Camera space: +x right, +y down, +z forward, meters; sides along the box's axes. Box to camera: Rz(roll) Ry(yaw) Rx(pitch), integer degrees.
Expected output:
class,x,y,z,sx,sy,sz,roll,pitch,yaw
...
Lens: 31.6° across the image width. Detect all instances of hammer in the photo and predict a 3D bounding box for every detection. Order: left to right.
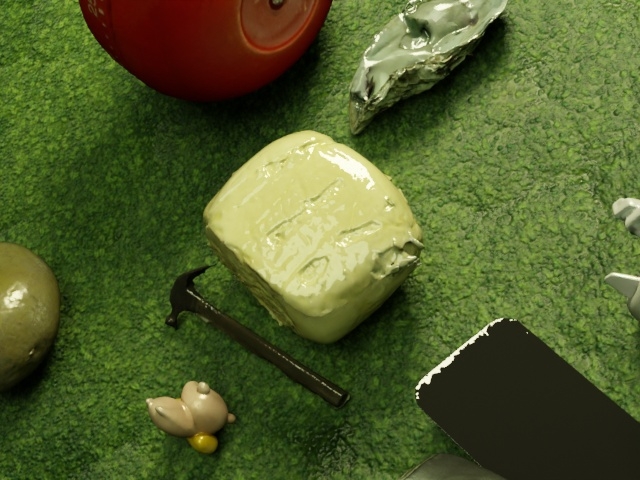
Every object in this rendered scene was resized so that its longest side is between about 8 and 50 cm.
class,x,y,z,sx,sy,sz,roll,pitch,yaw
hammer,-0.085,0.138,1.506,0.297,0.027,0.125,33,119,22

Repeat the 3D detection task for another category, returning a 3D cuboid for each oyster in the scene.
class,x,y,z,sx,sy,sz,roll,pitch,yaw
oyster,0.150,-0.266,1.574,0.199,0.087,0.252,6,63,31

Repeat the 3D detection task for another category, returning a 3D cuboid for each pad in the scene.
class,x,y,z,sx,sy,sz,roll,pitch,yaw
pad,0.257,0.217,1.350,0.181,0.004,0.267,-36,60,-20

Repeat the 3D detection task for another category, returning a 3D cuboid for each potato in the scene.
class,x,y,z,sx,sy,sz,roll,pitch,yaw
potato,-0.460,0.106,1.597,0.177,0.160,0.235,11,51,-17

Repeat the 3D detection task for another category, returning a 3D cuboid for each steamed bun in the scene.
class,x,y,z,sx,sy,sz,roll,pitch,yaw
steamed bun,0.000,0.000,1.475,0.273,0.166,0.232,40,79,22

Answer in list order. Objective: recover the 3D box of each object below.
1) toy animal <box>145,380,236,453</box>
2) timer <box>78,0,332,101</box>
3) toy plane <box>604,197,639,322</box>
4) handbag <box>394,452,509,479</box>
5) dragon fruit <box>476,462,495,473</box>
class,x,y,z,sx,sy,sz,roll,pitch,yaw
toy animal,-0.169,0.217,1.477,0.082,0.114,0.091,-51,30,7
timer,-0.146,-0.378,1.558,0.279,0.378,0.378,36,83,32
toy plane,0.434,0.033,1.276,0.252,0.252,0.118,14,54,24
handbag,0.182,0.406,1.184,0.340,0.247,0.240,22,110,26
dragon fruit,0.197,0.311,1.335,0.060,0.056,0.083,18,80,27
